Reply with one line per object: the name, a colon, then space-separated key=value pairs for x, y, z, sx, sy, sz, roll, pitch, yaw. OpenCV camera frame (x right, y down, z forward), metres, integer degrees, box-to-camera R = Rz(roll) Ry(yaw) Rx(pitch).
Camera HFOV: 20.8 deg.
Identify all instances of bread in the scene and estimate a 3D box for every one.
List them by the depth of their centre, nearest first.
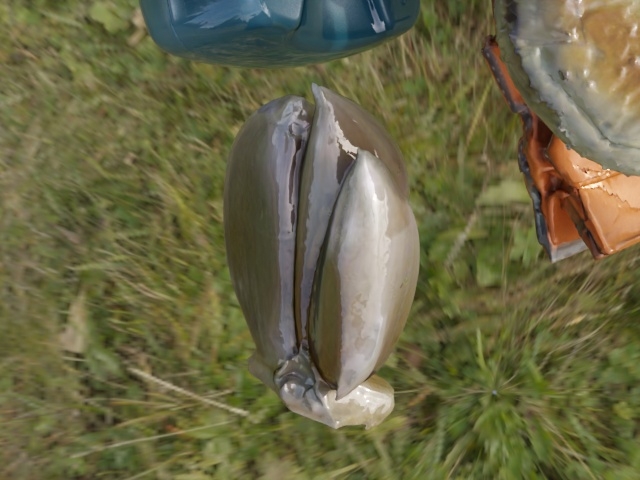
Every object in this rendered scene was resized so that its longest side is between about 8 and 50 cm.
bread: x=0.285 y=-0.196 z=1.367 sx=0.306 sy=0.159 sz=0.305 roll=1 pitch=97 yaw=8

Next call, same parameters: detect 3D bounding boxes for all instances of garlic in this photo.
garlic: x=-0.001 y=0.000 z=1.611 sx=0.132 sy=0.279 sz=0.325 roll=-6 pitch=110 yaw=-33

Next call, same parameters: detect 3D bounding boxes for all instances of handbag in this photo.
handbag: x=0.293 y=-0.210 z=1.705 sx=0.303 sy=0.116 sz=0.410 roll=-21 pitch=100 yaw=-29

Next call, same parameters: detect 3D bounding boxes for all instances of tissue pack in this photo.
tissue pack: x=-0.054 y=-0.274 z=1.777 sx=0.206 sy=0.287 sz=0.198 roll=-8 pitch=90 yaw=44
